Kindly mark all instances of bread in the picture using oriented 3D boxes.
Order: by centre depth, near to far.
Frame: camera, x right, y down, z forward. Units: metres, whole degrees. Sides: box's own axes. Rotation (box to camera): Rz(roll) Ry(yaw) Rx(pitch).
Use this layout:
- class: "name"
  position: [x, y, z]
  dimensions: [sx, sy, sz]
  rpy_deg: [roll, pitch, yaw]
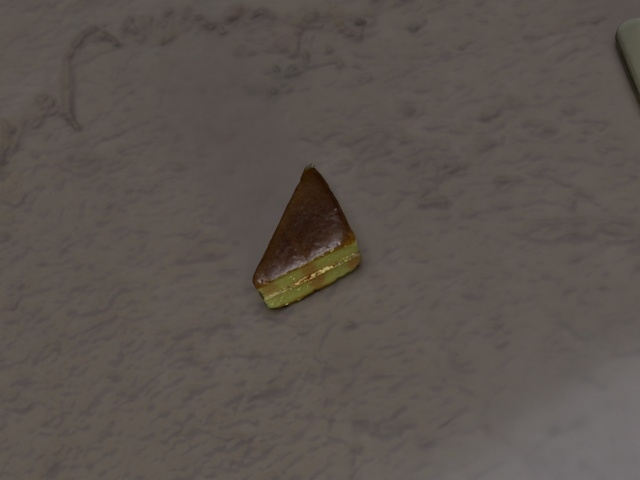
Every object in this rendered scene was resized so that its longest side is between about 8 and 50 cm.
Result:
- class: "bread"
  position: [0.000, 0.000, 0.862]
  dimensions: [0.062, 0.043, 0.109]
  rpy_deg: [12, 64, 19]

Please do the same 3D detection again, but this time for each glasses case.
- class: "glasses case"
  position: [0.239, -0.126, 0.895]
  dimensions: [0.032, 0.021, 0.083]
  rpy_deg: [-15, 61, 4]
